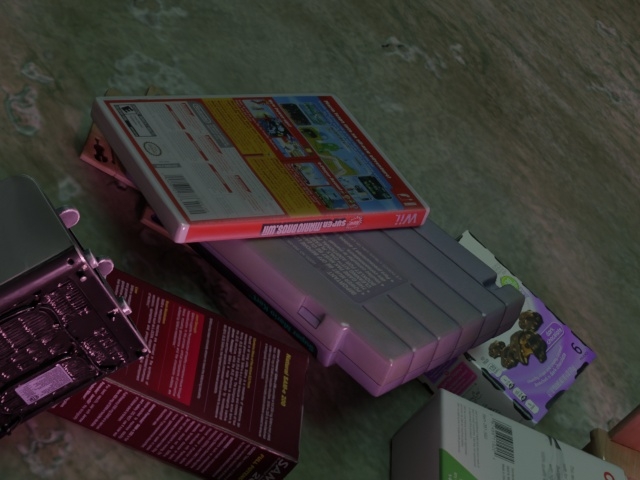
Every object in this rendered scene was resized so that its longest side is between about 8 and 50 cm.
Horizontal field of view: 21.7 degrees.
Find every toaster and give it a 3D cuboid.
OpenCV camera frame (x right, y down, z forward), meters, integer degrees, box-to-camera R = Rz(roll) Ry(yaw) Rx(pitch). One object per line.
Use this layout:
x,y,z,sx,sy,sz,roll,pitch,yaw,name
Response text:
-0.245,0.060,1.287,0.110,0.185,0.168,59,-3,35,toaster

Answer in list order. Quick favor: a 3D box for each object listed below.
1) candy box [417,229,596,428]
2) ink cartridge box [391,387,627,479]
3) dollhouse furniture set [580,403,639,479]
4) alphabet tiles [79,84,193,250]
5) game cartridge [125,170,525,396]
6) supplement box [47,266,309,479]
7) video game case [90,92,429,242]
0.168,0.104,1.734,0.196,0.070,0.165,45,38,7,candy box
0.181,0.259,1.569,0.219,0.092,0.160,26,40,-19,ink cartridge box
0.422,0.352,1.616,0.303,0.174,0.356,23,40,-21,dollhouse furniture set
-0.128,-0.063,1.704,0.237,0.009,0.198,29,39,-14,alphabet tiles
0.000,0.000,1.631,0.355,0.068,0.230,40,42,25,game cartridge
-0.132,0.119,1.460,0.239,0.073,0.130,26,40,-17,supplement box
-0.058,-0.077,1.631,0.285,0.025,0.204,-5,41,-34,video game case
